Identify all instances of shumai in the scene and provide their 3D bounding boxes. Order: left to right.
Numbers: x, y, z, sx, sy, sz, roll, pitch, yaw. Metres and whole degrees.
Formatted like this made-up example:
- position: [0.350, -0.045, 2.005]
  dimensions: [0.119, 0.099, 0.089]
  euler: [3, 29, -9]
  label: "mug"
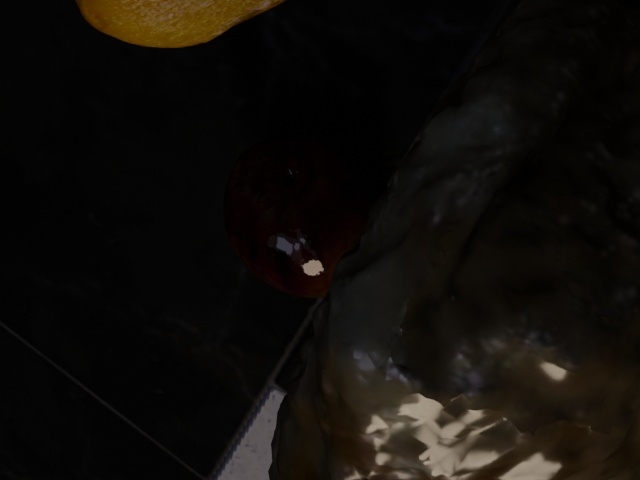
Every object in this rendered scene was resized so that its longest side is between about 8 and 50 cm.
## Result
- position: [0.136, 0.058, 0.681]
  dimensions: [0.262, 0.314, 0.267]
  euler: [28, 99, 11]
  label: "shumai"

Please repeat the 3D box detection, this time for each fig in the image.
- position: [0.000, 0.000, 0.901]
  dimensions: [0.089, 0.089, 0.125]
  euler: [17, 156, 25]
  label: "fig"

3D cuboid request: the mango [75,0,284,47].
- position: [-0.029, -0.169, 0.731]
  dimensions: [0.217, 0.141, 0.102]
  euler: [-34, 73, 42]
  label: "mango"
